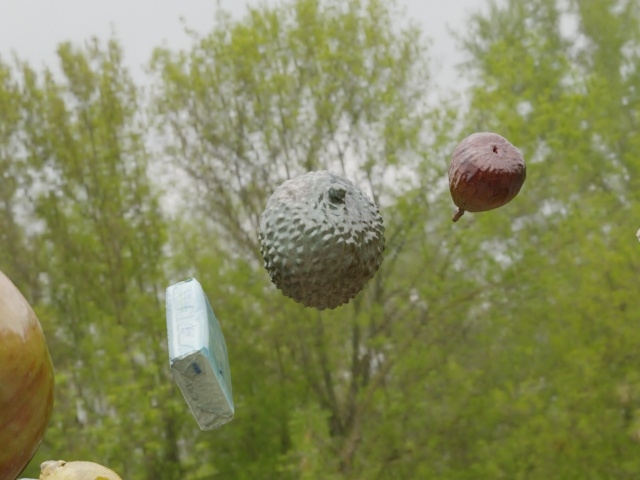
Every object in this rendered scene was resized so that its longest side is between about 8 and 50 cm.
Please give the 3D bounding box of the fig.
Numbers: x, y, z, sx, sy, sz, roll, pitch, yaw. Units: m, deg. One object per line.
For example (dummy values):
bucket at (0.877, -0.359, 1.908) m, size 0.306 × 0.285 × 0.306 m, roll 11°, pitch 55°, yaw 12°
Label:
fig at (0.225, -0.096, 1.643) m, size 0.119 × 0.119 × 0.153 m, roll -1°, pitch -10°, yaw -34°

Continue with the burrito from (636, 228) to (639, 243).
burrito at (0.406, 0.018, 1.178) m, size 0.171 × 0.042 × 0.051 m, roll 18°, pitch -11°, yaw -19°

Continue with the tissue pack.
tissue pack at (-0.231, 0.213, 2.161) m, size 0.089 × 0.263 × 0.177 m, roll -21°, pitch -61°, yaw 0°

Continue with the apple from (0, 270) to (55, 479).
apple at (-0.551, 0.188, 1.474) m, size 0.400 × 0.400 × 0.333 m, roll -29°, pitch 18°, yaw 41°

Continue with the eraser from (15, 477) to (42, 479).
eraser at (-0.212, 0.354, 1.302) m, size 0.061 × 0.089 × 0.352 m, roll -8°, pitch -28°, yaw 41°

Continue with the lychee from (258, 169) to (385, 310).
lychee at (0.000, 0.000, 2.161) m, size 0.255 × 0.255 × 0.274 m, roll -5°, pitch -38°, yaw -25°

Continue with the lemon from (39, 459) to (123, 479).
lemon at (-0.446, 0.522, 2.155) m, size 0.188 × 0.257 × 0.188 m, roll -45°, pitch -2°, yaw -2°
